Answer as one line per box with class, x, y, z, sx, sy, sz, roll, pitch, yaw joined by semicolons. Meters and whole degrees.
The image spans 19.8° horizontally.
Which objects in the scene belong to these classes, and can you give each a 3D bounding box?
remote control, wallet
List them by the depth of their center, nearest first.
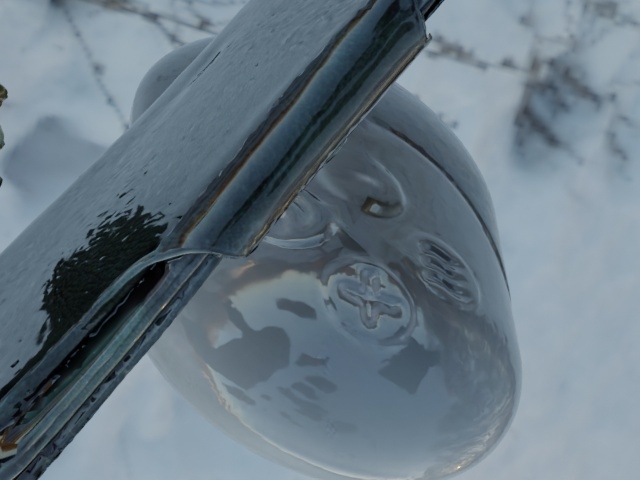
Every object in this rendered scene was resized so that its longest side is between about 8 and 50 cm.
wallet;-0.020;-0.048;0.632;0.045;0.172;0.318;43;89;-15
remote control;0.000;0.000;0.972;0.221;0.332;0.103;20;123;-18

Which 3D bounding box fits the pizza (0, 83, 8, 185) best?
pizza;-0.209;-0.034;0.626;0.226;0.147;0.069;-39;172;-46
